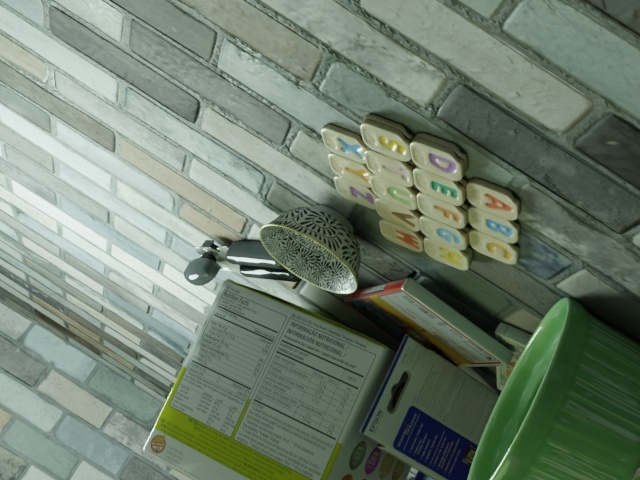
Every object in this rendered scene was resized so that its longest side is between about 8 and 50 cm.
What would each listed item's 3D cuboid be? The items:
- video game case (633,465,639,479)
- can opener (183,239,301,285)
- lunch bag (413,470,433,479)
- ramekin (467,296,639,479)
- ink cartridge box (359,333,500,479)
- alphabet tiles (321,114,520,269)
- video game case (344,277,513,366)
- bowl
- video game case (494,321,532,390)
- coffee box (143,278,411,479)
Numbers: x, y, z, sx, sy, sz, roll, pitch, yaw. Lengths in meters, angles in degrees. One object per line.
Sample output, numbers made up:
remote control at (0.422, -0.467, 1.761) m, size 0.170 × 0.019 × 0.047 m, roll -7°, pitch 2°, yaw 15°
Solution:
video game case at (0.549, 0.385, 1.727) m, size 0.166 × 0.015 × 0.119 m, roll 29°, pitch 158°, yaw 8°
can opener at (-0.142, 0.053, 1.840) m, size 0.283 × 0.095 × 0.076 m, roll 4°, pitch 145°, yaw 51°
lunch bag at (0.265, 0.593, 2.053) m, size 0.238 × 0.386 × 0.328 m, roll 20°, pitch 156°, yaw 27°
ramekin at (0.319, 0.240, 1.351) m, size 0.148 × 0.303 × 0.303 m, roll 26°, pitch 158°, yaw 5°
ink cartridge box at (0.216, 0.312, 1.730) m, size 0.371 × 0.176 × 0.069 m, roll 35°, pitch 164°, yaw -31°
alphabet tiles at (0.128, -0.055, 1.348) m, size 0.277 × 0.021 × 0.284 m, roll 23°, pitch 156°, yaw 21°
video game case at (0.165, 0.137, 1.662) m, size 0.204 × 0.025 × 0.285 m, roll 36°, pitch 164°, yaw -9°
bowl at (0.000, 0.000, 1.557) m, size 0.170 × 0.080 × 0.170 m, roll 28°, pitch 158°, yaw 12°
video game case at (0.369, 0.222, 1.607) m, size 0.206 × 0.026 × 0.227 m, roll 23°, pitch 156°, yaw 22°
coffee box at (-0.032, 0.308, 1.830) m, size 0.338 × 0.335 × 0.337 m, roll 20°, pitch 172°, yaw 29°
